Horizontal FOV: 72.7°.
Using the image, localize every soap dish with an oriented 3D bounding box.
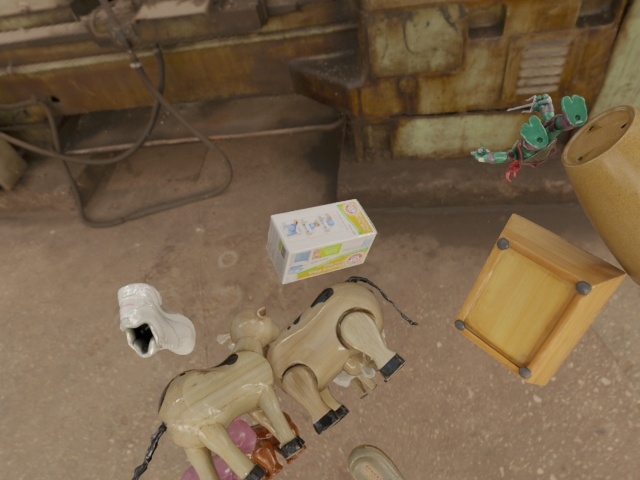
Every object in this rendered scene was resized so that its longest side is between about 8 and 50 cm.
[{"bbox_3d":[0.417,0.126,0.887,0.118,0.291,0.229,-10,38,-43],"label":"soap dish"}]

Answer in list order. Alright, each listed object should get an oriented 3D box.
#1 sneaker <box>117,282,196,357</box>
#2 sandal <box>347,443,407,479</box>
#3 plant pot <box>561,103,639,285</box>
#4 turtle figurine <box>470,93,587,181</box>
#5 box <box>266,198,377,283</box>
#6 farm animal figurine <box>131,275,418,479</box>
[{"bbox_3d":[-0.330,0.190,0.868,0.090,0.232,0.115,-17,48,11],"label":"sneaker"},{"bbox_3d":[0.107,0.345,0.565,0.180,0.049,0.072,41,99,7],"label":"sandal"},{"bbox_3d":[0.514,-0.082,0.676,0.254,0.237,0.237,36,59,-11],"label":"plant pot"},{"bbox_3d":[0.406,-0.202,0.849,0.118,0.234,0.175,42,93,1],"label":"turtle figurine"},{"bbox_3d":[0.000,0.000,0.928,0.203,0.114,0.103,-13,56,-23],"label":"box"},{"bbox_3d":[-0.043,0.155,0.525,0.326,0.330,0.172,-33,69,-17],"label":"farm animal figurine"}]
